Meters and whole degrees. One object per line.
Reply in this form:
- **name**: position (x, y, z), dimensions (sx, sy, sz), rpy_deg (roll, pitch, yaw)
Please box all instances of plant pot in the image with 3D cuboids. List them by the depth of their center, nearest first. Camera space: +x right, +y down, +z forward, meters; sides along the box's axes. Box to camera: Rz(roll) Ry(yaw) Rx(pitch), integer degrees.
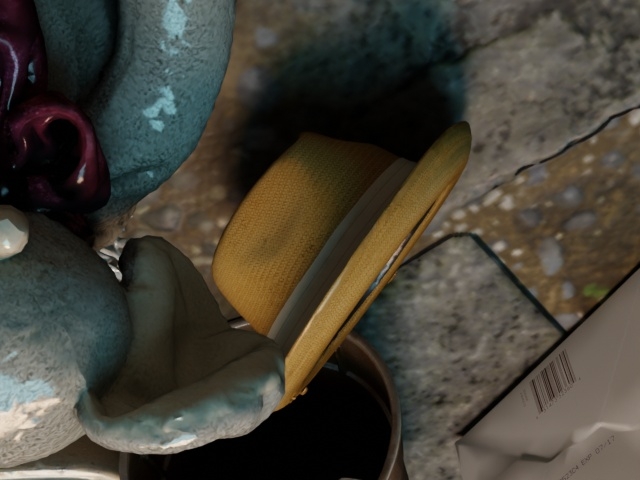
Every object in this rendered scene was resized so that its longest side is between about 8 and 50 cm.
- **plant pot**: position (-0.014, 0.155, 0.810), dimensions (0.167, 0.167, 0.165), rpy_deg (-17, 141, 6)

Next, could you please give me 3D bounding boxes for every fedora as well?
- **fedora**: position (0.000, 0.000, 0.685), dimensions (0.079, 0.194, 0.194), rpy_deg (36, 125, 5)

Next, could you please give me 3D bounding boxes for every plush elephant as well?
- **plush elephant**: position (-0.151, -0.024, 0.541), dimensions (0.272, 0.255, 0.330), rpy_deg (-15, 133, 5)

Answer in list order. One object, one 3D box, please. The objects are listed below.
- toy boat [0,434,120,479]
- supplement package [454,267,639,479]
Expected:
- **toy boat**: position (-0.238, 0.171, 0.782), dimensions (0.268, 0.148, 0.318), rpy_deg (-14, 134, 4)
- **supplement package**: position (0.234, 0.157, 0.848), dimensions (0.203, 0.149, 0.194), rpy_deg (24, 124, -28)
